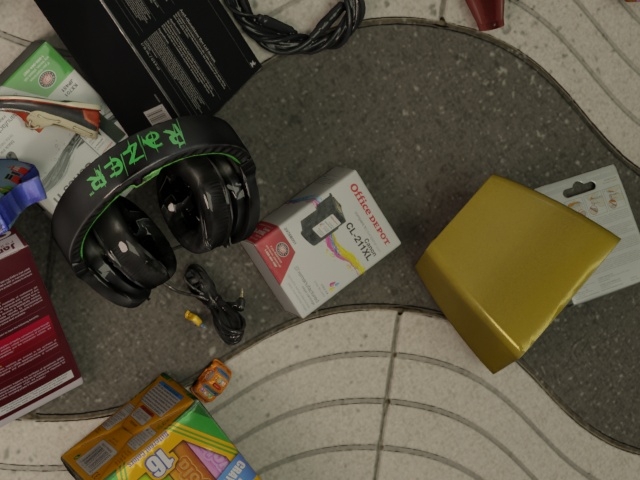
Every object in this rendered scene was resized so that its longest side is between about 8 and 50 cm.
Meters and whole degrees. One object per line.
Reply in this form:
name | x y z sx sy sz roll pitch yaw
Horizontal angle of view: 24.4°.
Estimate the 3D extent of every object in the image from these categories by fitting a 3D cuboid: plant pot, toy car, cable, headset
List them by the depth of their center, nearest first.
headset | -0.171 0.002 1.766 0.243 0.394 0.185 -32 70 -7
cable | -0.036 -0.318 1.950 0.185 0.047 0.150 -9 111 -9
toy car | -0.159 0.158 1.955 0.060 0.040 0.122 -34 107 -15
plant pot | 0.249 0.033 2.016 0.187 0.212 0.212 41 79 4

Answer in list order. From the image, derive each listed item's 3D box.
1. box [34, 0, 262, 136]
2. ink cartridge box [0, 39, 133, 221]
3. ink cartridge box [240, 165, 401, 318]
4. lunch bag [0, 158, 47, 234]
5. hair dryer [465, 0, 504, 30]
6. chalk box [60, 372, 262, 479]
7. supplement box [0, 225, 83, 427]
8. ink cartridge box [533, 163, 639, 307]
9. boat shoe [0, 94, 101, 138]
box | -0.213 -0.263 1.813 0.261 0.103 0.184 57 44 -17
ink cartridge box | -0.324 -0.122 1.832 0.208 0.087 0.153 45 79 -21
ink cartridge box | 0.000 0.000 1.985 0.175 0.072 0.127 -37 107 -14
lunch bag | -0.453 -0.031 1.668 0.293 0.221 0.138 -14 103 4
hair dryer | 0.145 -0.390 2.016 0.293 0.080 0.223 35 98 -16
chalk box | -0.163 0.346 1.902 0.179 0.180 0.289 -41 110 -13
supplement box | -0.387 0.103 1.787 0.130 0.073 0.239 -28 134 -17
ink cartridge box | 0.393 -0.006 2.171 0.145 0.045 0.179 -17 84 -19
boat shoe | -0.327 -0.148 1.757 0.137 0.049 0.043 5 96 -26
